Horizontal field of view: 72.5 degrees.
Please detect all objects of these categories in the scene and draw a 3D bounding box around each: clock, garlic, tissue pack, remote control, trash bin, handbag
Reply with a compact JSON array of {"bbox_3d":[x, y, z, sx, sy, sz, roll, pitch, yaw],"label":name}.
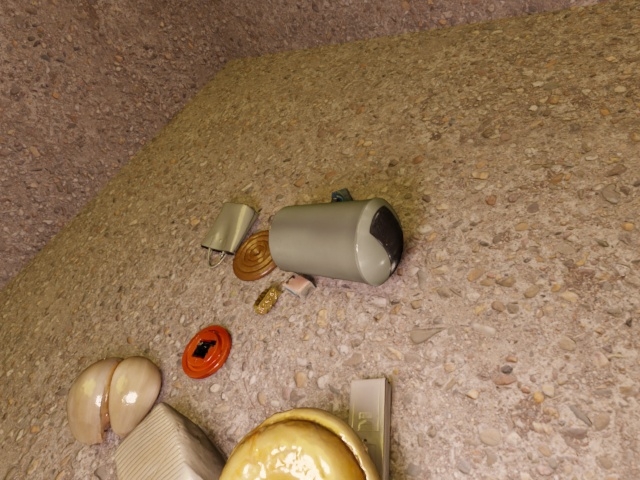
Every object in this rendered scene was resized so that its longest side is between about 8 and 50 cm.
[{"bbox_3d":[-0.413,0.399,1.573,0.205,0.051,0.205,-19,43,19],"label":"clock"},{"bbox_3d":[-0.728,0.548,1.548,0.313,0.286,0.249,-79,13,-46],"label":"garlic"},{"bbox_3d":[-0.075,0.167,1.564,0.094,0.059,0.074,24,63,44],"label":"tissue pack"},{"bbox_3d":[0.125,0.498,1.121,0.102,0.055,0.277,-12,48,24],"label":"remote control"},{"bbox_3d":[0.063,0.000,1.464,0.431,0.280,0.280,2,53,35],"label":"trash bin"},{"bbox_3d":[-0.428,-0.025,1.950,0.241,0.109,0.315,9,60,41],"label":"handbag"}]

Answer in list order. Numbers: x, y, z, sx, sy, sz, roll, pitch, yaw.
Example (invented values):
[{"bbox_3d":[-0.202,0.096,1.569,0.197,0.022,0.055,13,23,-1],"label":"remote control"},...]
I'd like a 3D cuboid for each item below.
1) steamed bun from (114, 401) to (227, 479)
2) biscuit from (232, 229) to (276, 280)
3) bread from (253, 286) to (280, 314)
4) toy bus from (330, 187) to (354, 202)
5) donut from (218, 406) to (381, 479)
[{"bbox_3d":[-0.384,0.645,1.188,0.247,0.236,0.383,-51,37,-13],"label":"steamed bun"},{"bbox_3d":[-0.256,0.054,1.810,0.261,0.037,0.262,-19,43,19],"label":"biscuit"},{"bbox_3d":[-0.200,0.223,1.597,0.066,0.060,0.110,30,69,15],"label":"bread"},{"bbox_3d":[0.105,-0.112,1.697,0.094,0.079,0.237,-28,41,5],"label":"toy bus"},{"bbox_3d":[-0.042,0.607,0.965,0.448,0.198,0.449,-10,65,22],"label":"donut"}]
